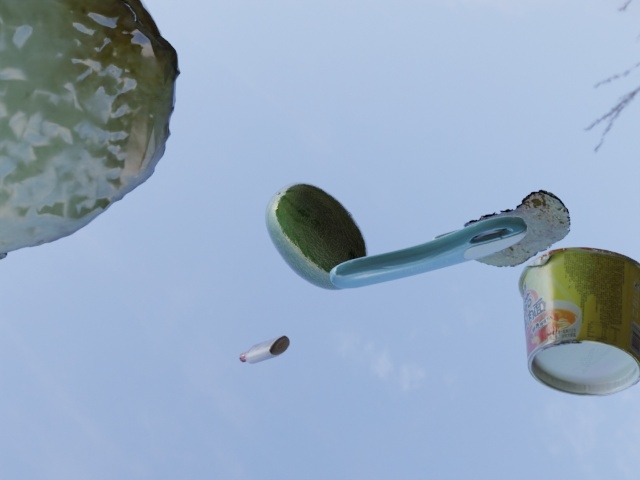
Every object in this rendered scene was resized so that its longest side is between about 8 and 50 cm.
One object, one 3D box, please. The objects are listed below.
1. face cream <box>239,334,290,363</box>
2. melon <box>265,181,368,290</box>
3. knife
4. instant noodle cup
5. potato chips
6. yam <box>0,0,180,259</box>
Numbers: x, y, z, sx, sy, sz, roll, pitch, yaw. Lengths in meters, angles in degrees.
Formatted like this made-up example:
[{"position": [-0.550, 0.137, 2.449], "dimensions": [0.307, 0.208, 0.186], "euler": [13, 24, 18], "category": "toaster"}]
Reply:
[{"position": [-0.078, 0.148, 0.940], "dimensions": [0.040, 0.083, 0.021], "euler": [-37, -81, -49], "category": "face cream"}, {"position": [0.000, 0.000, 1.550], "dimensions": [0.288, 0.182, 0.182], "euler": [51, -128, -13], "category": "melon"}, {"position": [0.117, 0.012, 0.778], "dimensions": [0.221, 0.064, 0.031], "euler": [-15, -120, 5], "category": "knife"}, {"position": [0.513, 0.169, 1.373], "dimensions": [0.264, 0.264, 0.200], "euler": [20, -127, -6], "category": "instant noodle cup"}, {"position": [0.288, -0.012, 1.072], "dimensions": [0.142, 0.209, 0.026], "euler": [17, -122, 3], "category": "potato chips"}, {"position": [-0.208, -0.126, 0.394], "dimensions": [0.195, 0.195, 0.300], "euler": [-7, -146, -24], "category": "yam"}]
